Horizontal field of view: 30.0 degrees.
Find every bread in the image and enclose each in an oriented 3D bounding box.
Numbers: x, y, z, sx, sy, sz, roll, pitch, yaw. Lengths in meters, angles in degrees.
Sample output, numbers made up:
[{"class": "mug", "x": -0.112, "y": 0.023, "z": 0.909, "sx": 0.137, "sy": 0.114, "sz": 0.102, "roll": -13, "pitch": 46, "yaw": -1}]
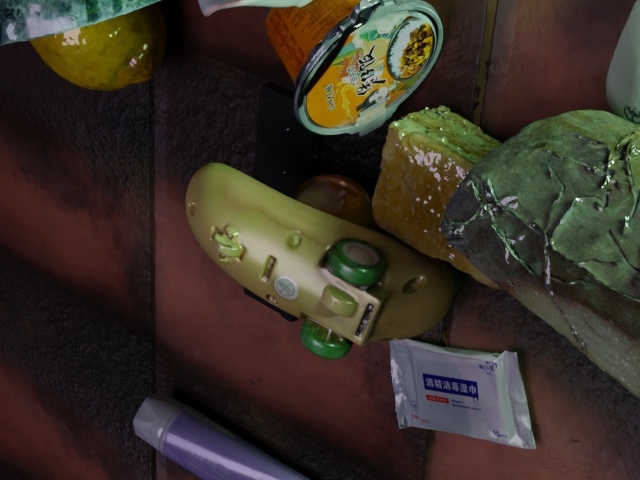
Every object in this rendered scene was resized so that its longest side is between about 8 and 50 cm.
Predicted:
[{"class": "bread", "x": 0.154, "y": -0.041, "z": 1.250, "sx": 0.196, "sy": 0.102, "sz": 0.138, "roll": 36, "pitch": 134, "yaw": 23}]

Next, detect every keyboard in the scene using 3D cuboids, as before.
[{"class": "keyboard", "x": -0.048, "y": -0.041, "z": 1.498, "sx": 0.101, "sy": 0.018, "sz": 0.310, "roll": 29, "pitch": 128, "yaw": 32}]

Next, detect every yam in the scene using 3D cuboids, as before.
[{"class": "yam", "x": 0.279, "y": 0.019, "z": 1.053, "sx": 0.201, "sy": 0.202, "sz": 0.271, "roll": -52, "pitch": 48, "yaw": 19}]

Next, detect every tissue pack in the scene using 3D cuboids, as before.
[{"class": "tissue pack", "x": 0.161, "y": 0.177, "z": 1.407, "sx": 0.193, "sy": 0.026, "sz": 0.123, "roll": 3, "pitch": 112, "yaw": 42}]

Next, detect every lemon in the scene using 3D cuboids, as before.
[{"class": "lemon", "x": -0.282, "y": -0.278, "z": 1.485, "sx": 0.207, "sy": 0.170, "sz": 0.170, "roll": 56, "pitch": 137, "yaw": 19}]

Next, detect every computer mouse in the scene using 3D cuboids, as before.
[{"class": "computer mouse", "x": 0.309, "y": -0.164, "z": 1.077, "sx": 0.089, "sy": 0.056, "sz": 0.182, "roll": 29, "pitch": 128, "yaw": 24}]

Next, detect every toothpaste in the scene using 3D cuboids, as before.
[{"class": "toothpaste", "x": -0.108, "y": 0.337, "z": 1.712, "sx": 0.371, "sy": 0.080, "sz": 0.125, "roll": 28, "pitch": 127, "yaw": 24}]

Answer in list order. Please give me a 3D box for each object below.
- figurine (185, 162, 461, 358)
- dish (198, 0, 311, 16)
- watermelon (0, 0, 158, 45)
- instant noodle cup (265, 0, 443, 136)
[{"class": "figurine", "x": 0.000, "y": 0.000, "z": 1.339, "sx": 0.324, "sy": 0.222, "sz": 0.124, "roll": 29, "pitch": 124, "yaw": 13}, {"class": "dish", "x": -0.018, "y": -0.291, "z": 1.177, "sx": 0.064, "sy": 0.234, "sz": 0.154, "roll": 50, "pitch": -165, "yaw": -42}, {"class": "watermelon", "x": -0.239, "y": -0.289, "z": 1.302, "sx": 0.320, "sy": 0.289, "sz": 0.214, "roll": 35, "pitch": 163, "yaw": 10}, {"class": "instant noodle cup", "x": 0.021, "y": -0.215, "z": 1.249, "sx": 0.125, "sy": 0.177, "sz": 0.208, "roll": 54, "pitch": 150, "yaw": 26}]
